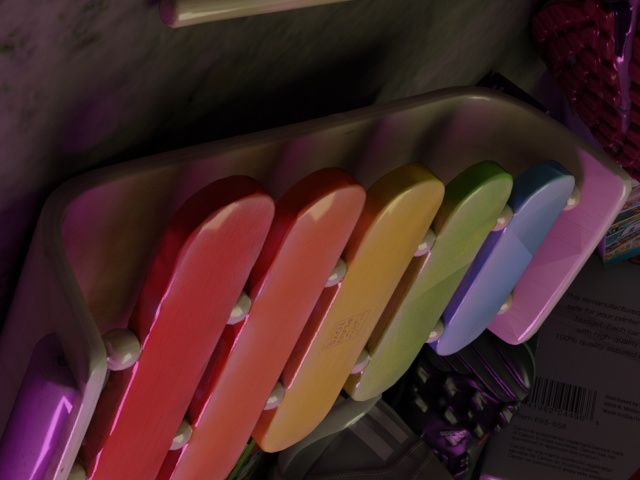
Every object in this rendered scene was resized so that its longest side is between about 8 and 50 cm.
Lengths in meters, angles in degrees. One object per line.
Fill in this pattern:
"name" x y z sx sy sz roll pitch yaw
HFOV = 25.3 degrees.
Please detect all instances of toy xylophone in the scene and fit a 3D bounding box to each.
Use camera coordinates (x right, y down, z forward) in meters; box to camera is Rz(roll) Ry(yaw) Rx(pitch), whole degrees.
"toy xylophone" 0.000 0.000 0.565 0.322 0.081 0.236 -23 149 -35

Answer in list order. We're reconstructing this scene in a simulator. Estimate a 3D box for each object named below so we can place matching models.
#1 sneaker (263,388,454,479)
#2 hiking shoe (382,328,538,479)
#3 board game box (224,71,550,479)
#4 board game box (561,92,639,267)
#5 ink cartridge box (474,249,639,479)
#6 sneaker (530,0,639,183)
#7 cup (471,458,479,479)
"sneaker" 0.021 0.187 0.860 0.086 0.132 0.229 -38 160 -36
"hiking shoe" 0.092 0.122 1.112 0.304 0.113 0.132 -53 -173 48
"board game box" 0.001 0.070 0.863 0.347 0.056 0.208 -45 159 -19
"board game box" 0.296 -0.092 1.056 0.224 0.098 0.303 -23 165 5
"ink cartridge box" 0.245 0.129 1.190 0.114 0.197 0.273 96 9 -54
"sneaker" 0.199 -0.125 0.765 0.112 0.121 0.299 -33 167 -12
"cup" 0.238 0.305 1.293 0.237 0.331 0.331 -41 165 4
